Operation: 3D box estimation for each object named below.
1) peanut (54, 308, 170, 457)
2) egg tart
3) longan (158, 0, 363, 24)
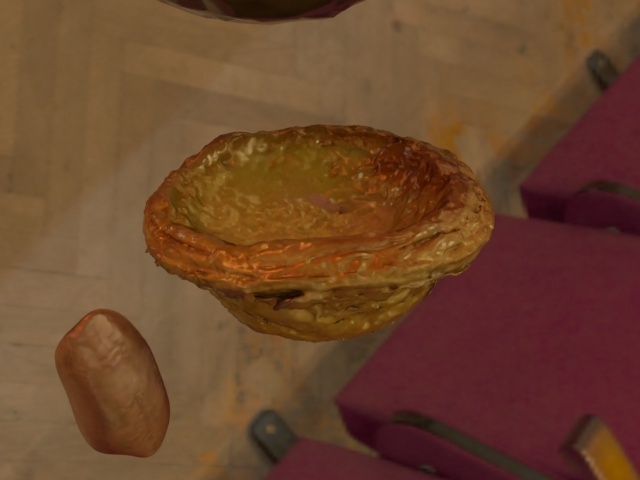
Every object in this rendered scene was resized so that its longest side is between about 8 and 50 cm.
[{"bbox_3d":[-0.164,0.114,1.009,0.076,0.076,0.152,-45,138,-33],"label":"peanut"},{"bbox_3d":[0.000,0.000,1.066,0.294,0.294,0.123,-27,127,-38],"label":"egg tart"},{"bbox_3d":[-0.056,-0.361,0.991,0.391,0.391,0.391,5,82,-38],"label":"longan"}]
